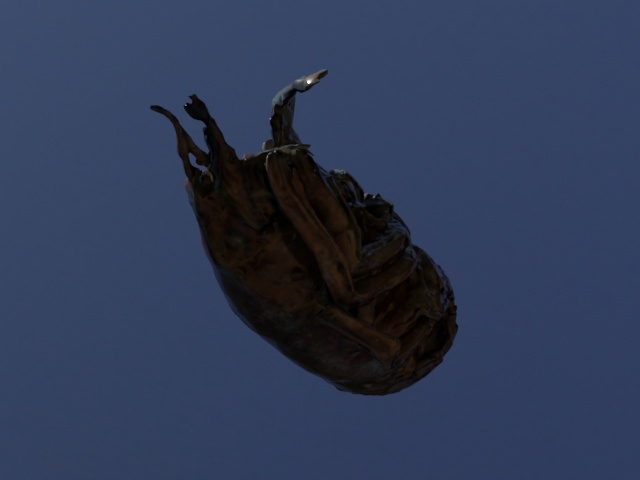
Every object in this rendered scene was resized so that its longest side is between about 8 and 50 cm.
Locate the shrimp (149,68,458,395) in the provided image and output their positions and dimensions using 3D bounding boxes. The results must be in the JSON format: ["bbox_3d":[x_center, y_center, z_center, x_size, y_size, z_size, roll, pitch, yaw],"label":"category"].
[{"bbox_3d":[-0.001,0.001,0.565,0.190,0.075,0.073,43,-111,-46],"label":"shrimp"}]
